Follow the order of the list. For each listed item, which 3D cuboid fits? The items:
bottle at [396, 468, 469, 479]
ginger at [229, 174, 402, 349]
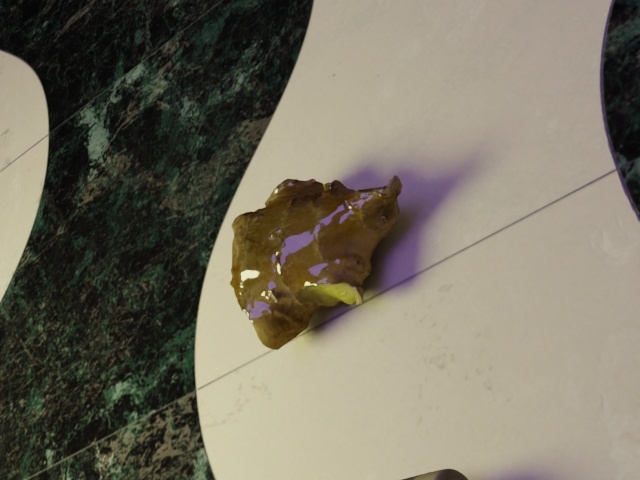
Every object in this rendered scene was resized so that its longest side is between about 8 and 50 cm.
[{"bbox_3d":[0.069,0.320,1.167,0.209,0.097,0.110,-24,98,35],"label":"bottle"},{"bbox_3d":[0.000,0.000,1.371,0.270,0.123,0.218,-33,53,15],"label":"ginger"}]
